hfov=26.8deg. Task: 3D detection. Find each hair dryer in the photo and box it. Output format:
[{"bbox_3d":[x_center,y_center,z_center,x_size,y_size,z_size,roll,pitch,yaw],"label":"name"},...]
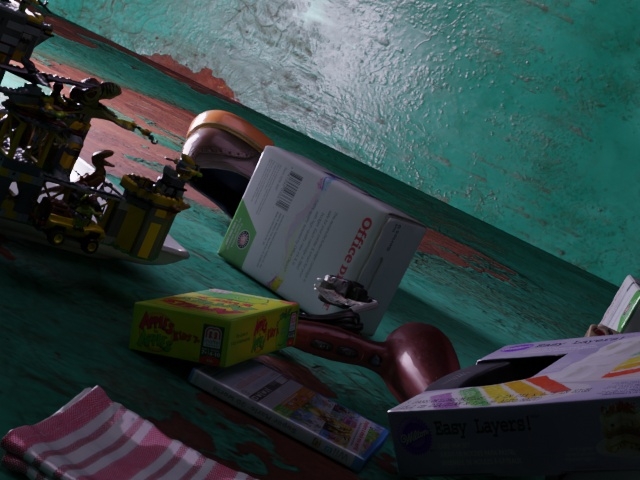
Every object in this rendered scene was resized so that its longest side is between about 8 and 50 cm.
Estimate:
[{"bbox_3d":[0.039,0.124,1.382,0.293,0.080,0.223,25,23,39],"label":"hair dryer"}]

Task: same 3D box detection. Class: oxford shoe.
[{"bbox_3d":[-0.049,-0.039,1.944,0.363,0.130,0.133,30,41,-12],"label":"oxford shoe"}]

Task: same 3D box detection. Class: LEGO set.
[{"bbox_3d":[-0.255,-0.136,1.305,0.255,0.192,0.331,18,12,-33],"label":"LEGO set"}]

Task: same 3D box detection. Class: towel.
[{"bbox_3d":[-0.098,0.161,0.875,0.197,0.029,0.144,26,10,8],"label":"towel"}]

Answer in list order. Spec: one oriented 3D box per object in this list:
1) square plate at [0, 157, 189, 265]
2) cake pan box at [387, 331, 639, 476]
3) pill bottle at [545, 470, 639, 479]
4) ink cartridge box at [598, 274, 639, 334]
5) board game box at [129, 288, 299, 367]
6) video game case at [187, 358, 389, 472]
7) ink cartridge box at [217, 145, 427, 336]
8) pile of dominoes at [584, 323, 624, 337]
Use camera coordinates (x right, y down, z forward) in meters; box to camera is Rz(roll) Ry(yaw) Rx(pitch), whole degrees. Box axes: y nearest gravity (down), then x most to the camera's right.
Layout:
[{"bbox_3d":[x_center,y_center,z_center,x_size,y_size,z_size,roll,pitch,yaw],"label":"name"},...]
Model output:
[{"bbox_3d":[-0.358,-0.073,1.436,0.344,0.049,0.347,16,12,-39],"label":"square plate"},{"bbox_3d":[0.224,0.140,1.180,0.267,0.070,0.246,-9,3,36],"label":"cake pan box"},{"bbox_3d":[0.247,0.228,1.141,0.108,0.108,0.180,26,10,4],"label":"pill bottle"},{"bbox_3d":[0.478,0.147,2.041,0.087,0.153,0.208,28,10,4],"label":"ink cartridge box"},{"bbox_3d":[-0.093,0.077,1.228,0.092,0.043,0.181,10,4,17],"label":"board game box"},{"bbox_3d":[-0.025,0.147,1.181,0.166,0.015,0.119,26,9,10],"label":"video game case"},{"bbox_3d":[0.000,0.000,1.622,0.212,0.154,0.093,31,9,37],"label":"ink cartridge box"},{"bbox_3d":[0.474,0.202,1.843,0.251,0.040,0.196,25,34,4],"label":"pile of dominoes"}]
